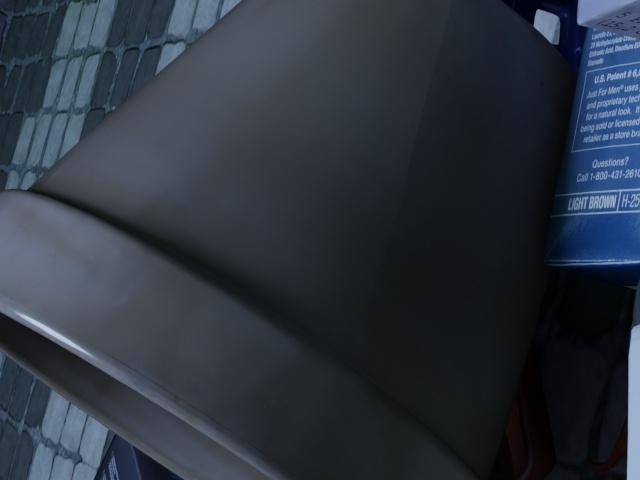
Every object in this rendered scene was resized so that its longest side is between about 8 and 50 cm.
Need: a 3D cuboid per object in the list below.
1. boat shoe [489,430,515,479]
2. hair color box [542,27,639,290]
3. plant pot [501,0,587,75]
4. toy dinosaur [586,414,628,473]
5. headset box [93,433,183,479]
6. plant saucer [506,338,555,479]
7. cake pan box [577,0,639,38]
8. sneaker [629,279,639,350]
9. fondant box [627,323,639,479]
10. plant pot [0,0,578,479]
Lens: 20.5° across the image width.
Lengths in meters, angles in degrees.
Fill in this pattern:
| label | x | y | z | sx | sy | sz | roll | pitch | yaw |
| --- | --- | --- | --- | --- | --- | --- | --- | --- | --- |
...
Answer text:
| label | x | y | z | sx | sy | sz | roll | pitch | yaw |
| --- | --- | --- | --- | --- | --- | --- | --- | --- | --- |
| boat shoe | 0.065 | 0.084 | 1.139 | 0.098 | 0.109 | 0.302 | -34 | 52 | 54 |
| hair color box | 0.242 | -0.135 | 0.911 | 0.105 | 0.173 | 0.347 | -3 | 73 | 64 |
| plant pot | 0.140 | -0.203 | 1.119 | 0.236 | 0.236 | 0.212 | -35 | 39 | 56 |
| toy dinosaur | 0.190 | 0.102 | 1.009 | 0.047 | 0.090 | 0.082 | -92 | -17 | -55 |
| headset box | -0.138 | 0.324 | 1.511 | 0.283 | 0.131 | 0.246 | -64 | 26 | 22 |
| plant saucer | 0.080 | 0.122 | 1.265 | 0.259 | 0.047 | 0.258 | -51 | 33 | 41 |
| cake pan box | 0.272 | -0.121 | 0.723 | 0.245 | 0.266 | 0.070 | -18 | 65 | 61 |
| sneaker | 0.227 | 0.115 | 0.785 | 0.147 | 0.145 | 0.385 | 36 | 135 | 55 |
| fondant box | 0.246 | 0.162 | 0.529 | 0.096 | 0.330 | 0.238 | -30 | 49 | 55 |
| plant pot | 0.000 | 0.000 | 0.961 | 0.280 | 0.323 | 0.323 | -57 | 21 | -12 |
